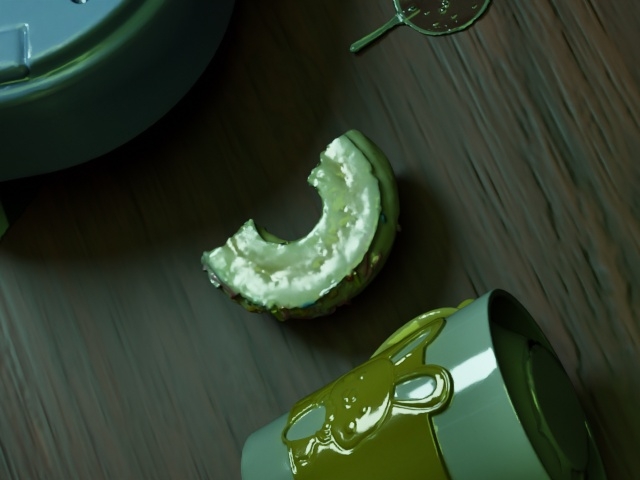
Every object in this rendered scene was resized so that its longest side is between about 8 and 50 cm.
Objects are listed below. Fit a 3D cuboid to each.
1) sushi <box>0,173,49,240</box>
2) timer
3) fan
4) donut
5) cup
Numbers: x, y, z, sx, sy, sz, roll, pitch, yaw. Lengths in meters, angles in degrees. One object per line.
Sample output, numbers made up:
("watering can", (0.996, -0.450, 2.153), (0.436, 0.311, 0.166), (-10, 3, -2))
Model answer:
("sushi", (-0.400, -0.060, 1.616), (0.292, 0.059, 0.294), (37, 90, 26))
("timer", (-0.230, -0.228, 1.531), (0.395, 0.173, 0.395), (-6, 58, 9))
("fan", (0.078, -0.190, 1.506), (0.133, 0.005, 0.085), (-36, 67, 6))
("donut", (0.000, 0.005, 1.445), (0.166, 0.065, 0.108), (-39, 66, 5))
("cup", (0.074, 0.141, 1.337), (0.226, 0.185, 0.241), (-27, 33, 17))
